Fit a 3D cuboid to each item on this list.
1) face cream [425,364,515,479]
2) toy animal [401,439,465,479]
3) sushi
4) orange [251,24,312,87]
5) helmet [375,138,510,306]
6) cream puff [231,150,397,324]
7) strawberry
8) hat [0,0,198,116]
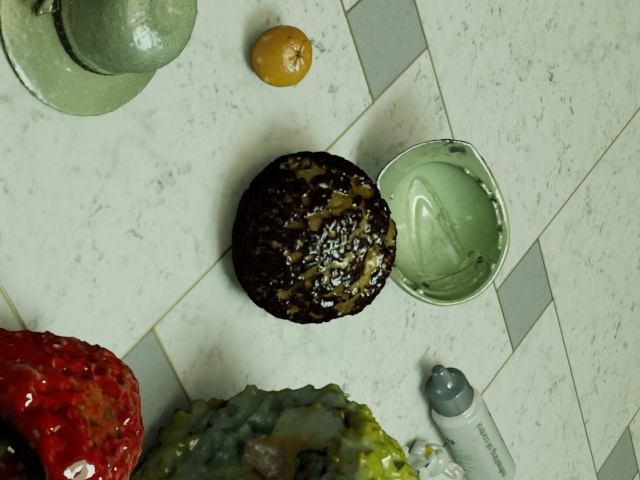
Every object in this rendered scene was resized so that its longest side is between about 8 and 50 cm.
[{"bbox_3d":[0.244,0.307,2.160,0.092,0.092,0.311,-54,135,-27],"label":"face cream"},{"bbox_3d":[0.173,0.365,2.103,0.124,0.071,0.085,-21,116,-47],"label":"toy animal"},{"bbox_3d":[-0.061,0.369,1.586,0.396,0.351,0.240,-53,136,-25],"label":"sushi"},{"bbox_3d":[-0.048,-0.236,1.655,0.083,0.070,0.083,-12,107,-45],"label":"orange"},{"bbox_3d":[0.165,-0.041,1.927,0.204,0.137,0.257,-17,110,-5],"label":"helmet"},{"bbox_3d":[0.000,0.000,1.707,0.239,0.165,0.239,-18,115,-44],"label":"cream puff"},{"bbox_3d":[-0.320,0.226,1.300,0.310,0.292,0.291,22,83,-67],"label":"strawberry"},{"bbox_3d":[-0.209,-0.256,1.403,0.257,0.130,0.257,-17,112,-48],"label":"hat"}]
